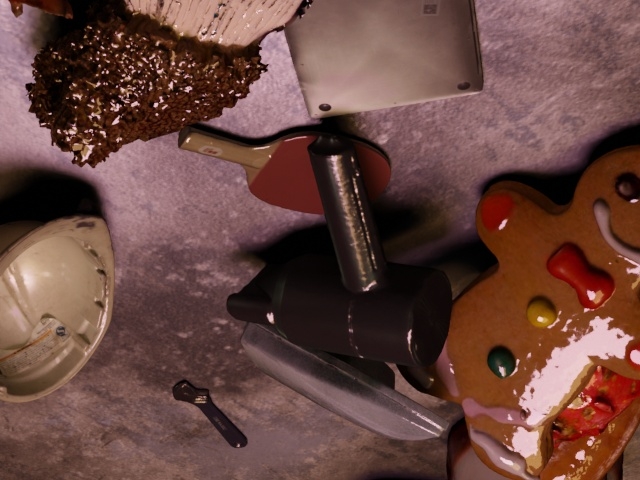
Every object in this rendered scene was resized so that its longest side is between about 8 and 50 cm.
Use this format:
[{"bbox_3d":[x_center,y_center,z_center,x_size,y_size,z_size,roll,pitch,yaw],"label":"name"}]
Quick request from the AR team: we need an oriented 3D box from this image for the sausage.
[{"bbox_3d":[0.366,0.241,1.851,0.109,0.109,0.271,23,102,-33],"label":"sausage"}]

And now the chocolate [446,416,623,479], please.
[{"bbox_3d":[0.327,0.363,2.033,0.283,0.186,0.284,-3,144,-2],"label":"chocolate"}]

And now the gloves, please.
[{"bbox_3d":[-0.153,-0.168,1.269,0.210,0.135,0.312,-16,161,-35],"label":"gloves"}]

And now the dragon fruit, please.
[{"bbox_3d":[0.312,0.138,1.711,0.210,0.205,0.268,17,131,-22],"label":"dragon fruit"}]

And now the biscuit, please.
[{"bbox_3d":[0.264,0.064,1.554,0.283,0.064,0.432,46,117,7],"label":"biscuit"}]

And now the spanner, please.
[{"bbox_3d":[-0.155,0.251,1.973,0.046,0.012,0.208,-14,144,15],"label":"spanner"}]

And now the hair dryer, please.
[{"bbox_3d":[0.000,0.000,1.536,0.244,0.116,0.303,7,131,27],"label":"hair dryer"}]

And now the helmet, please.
[{"bbox_3d":[-0.345,0.046,1.565,0.204,0.137,0.258,-25,140,-38],"label":"helmet"}]

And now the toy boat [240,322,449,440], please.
[{"bbox_3d":[0.036,0.167,1.667,0.319,0.092,0.141,24,169,44],"label":"toy boat"}]

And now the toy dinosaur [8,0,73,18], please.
[{"bbox_3d":[-0.396,-0.220,1.206,0.327,0.113,0.206,16,140,-23],"label":"toy dinosaur"}]

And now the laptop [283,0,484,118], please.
[{"bbox_3d":[0.056,-0.216,1.339,0.187,0.015,0.269,-9,144,6],"label":"laptop"}]

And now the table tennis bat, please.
[{"bbox_3d":[-0.039,-0.084,1.515,0.246,0.022,0.138,14,142,-27],"label":"table tennis bat"}]
